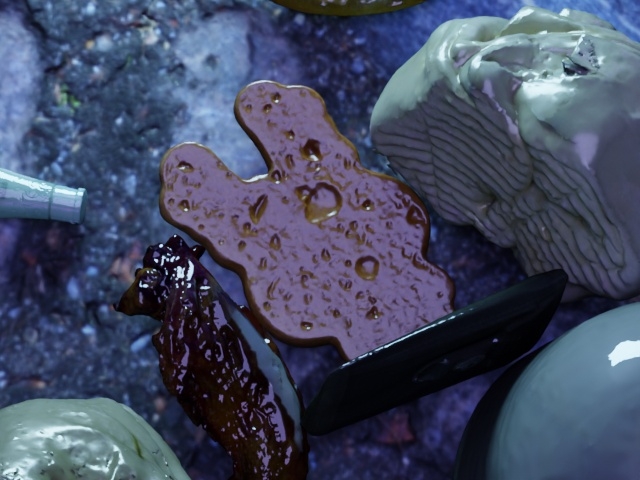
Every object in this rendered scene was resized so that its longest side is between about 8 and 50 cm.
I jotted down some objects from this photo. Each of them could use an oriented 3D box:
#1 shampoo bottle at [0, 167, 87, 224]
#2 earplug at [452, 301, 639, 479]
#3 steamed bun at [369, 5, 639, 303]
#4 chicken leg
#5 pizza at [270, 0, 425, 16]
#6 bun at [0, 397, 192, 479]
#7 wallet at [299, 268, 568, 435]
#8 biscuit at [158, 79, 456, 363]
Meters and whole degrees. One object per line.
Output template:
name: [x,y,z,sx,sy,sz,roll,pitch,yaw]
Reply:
shampoo bottle: [-0.324,-0.049,1.639,0.191,0.041,0.069,9,73,-2]
earplug: [0.297,0.208,1.449,0.313,0.394,0.312,1,78,-5]
steamed bun: [0.220,-0.097,1.574,0.320,0.275,0.206,42,63,9]
chicken leg: [-0.069,0.182,1.550,0.096,0.158,0.407,-27,74,36]
pizza: [0.042,-0.320,1.709,0.292,0.058,0.197,-16,79,-8]
bun: [-0.221,0.312,1.430,0.235,0.362,0.326,11,122,-2]
wallet: [0.103,0.105,1.521,0.245,0.168,0.052,-22,72,-20]
biscuit: [0.000,0.000,1.646,0.202,0.047,0.334,-44,85,-9]
